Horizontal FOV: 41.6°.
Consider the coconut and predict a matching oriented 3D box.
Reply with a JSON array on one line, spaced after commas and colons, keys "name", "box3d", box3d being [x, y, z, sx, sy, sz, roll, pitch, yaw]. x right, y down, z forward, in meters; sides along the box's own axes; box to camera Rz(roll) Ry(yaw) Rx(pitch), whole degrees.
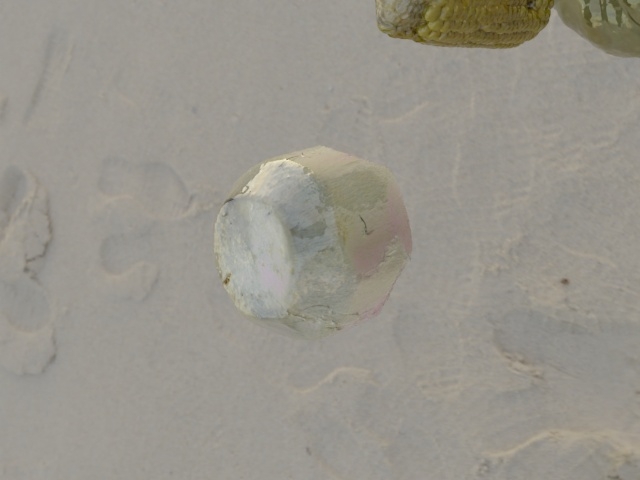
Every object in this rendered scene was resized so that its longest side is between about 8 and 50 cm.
[{"name": "coconut", "box3d": [-0.001, 0.001, 1.009, 0.227, 0.230, 0.227, 14, 111, 41]}]

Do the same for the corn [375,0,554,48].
[{"name": "corn", "box3d": [0.142, -0.227, 0.793, 0.097, 0.262, 0.097, 13, 111, 38]}]

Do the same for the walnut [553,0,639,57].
[{"name": "walnut", "box3d": [0.374, -0.349, 0.938, 0.282, 0.277, 0.253, 42, 139, 8]}]
